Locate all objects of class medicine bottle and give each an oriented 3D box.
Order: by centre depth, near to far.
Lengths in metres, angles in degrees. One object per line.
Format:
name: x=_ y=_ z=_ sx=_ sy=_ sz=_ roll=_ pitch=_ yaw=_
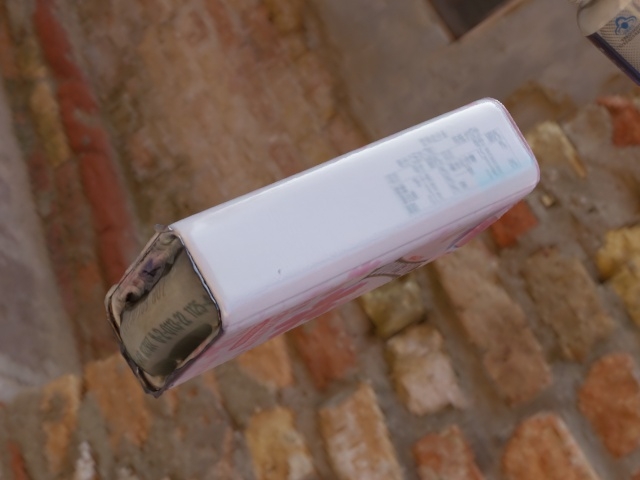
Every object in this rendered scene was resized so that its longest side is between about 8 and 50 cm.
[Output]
medicine bottle: x=0.314 y=-0.206 z=1.322 sx=0.191 sy=0.107 sz=0.107 roll=41 pitch=17 yaw=-8

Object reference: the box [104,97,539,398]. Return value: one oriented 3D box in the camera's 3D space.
box: x=0.000 y=0.000 z=1.217 sx=0.369 sy=0.190 sz=0.112 roll=-22 pitch=77 yaw=-34
